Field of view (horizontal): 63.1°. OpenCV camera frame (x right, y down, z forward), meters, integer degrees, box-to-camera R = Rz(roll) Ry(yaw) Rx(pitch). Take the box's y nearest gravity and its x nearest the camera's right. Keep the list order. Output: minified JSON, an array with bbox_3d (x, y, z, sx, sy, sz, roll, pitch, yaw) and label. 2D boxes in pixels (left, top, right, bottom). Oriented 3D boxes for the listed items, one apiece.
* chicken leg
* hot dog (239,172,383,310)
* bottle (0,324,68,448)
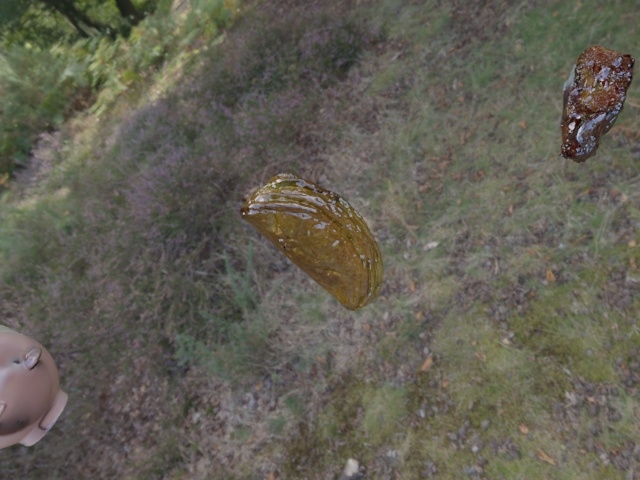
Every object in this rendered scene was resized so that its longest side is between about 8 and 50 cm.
[{"bbox_3d":[0.269,-0.147,0.518,0.053,0.093,0.205,23,58,17],"label":"chicken leg"},{"bbox_3d":[0.000,0.000,0.869,0.122,0.272,0.196,-53,13,-13],"label":"hot dog"},{"bbox_3d":[-0.365,0.159,0.565,0.237,0.147,0.147,-13,42,45],"label":"bottle"}]
